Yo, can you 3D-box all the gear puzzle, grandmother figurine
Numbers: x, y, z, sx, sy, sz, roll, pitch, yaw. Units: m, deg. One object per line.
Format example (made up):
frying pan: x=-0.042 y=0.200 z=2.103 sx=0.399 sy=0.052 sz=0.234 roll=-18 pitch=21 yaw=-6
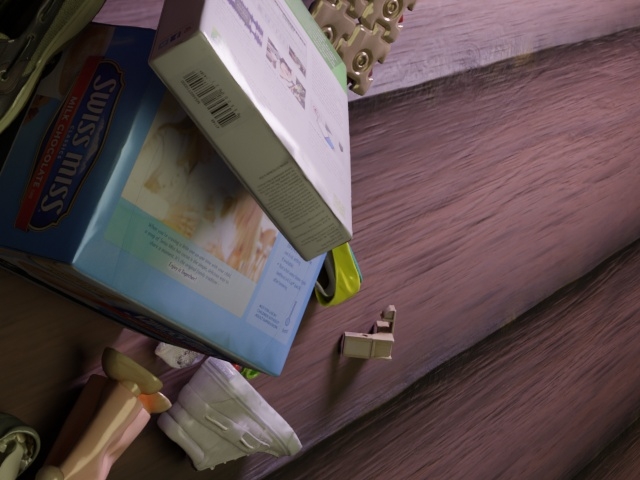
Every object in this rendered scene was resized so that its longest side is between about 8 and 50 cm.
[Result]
gear puzzle: x=0.076 y=-0.363 z=1.468 sx=0.175 sy=0.044 sz=0.339 roll=23 pitch=99 yaw=-48
grandmother figurine: x=-0.286 y=0.288 z=1.211 sx=0.342 sy=0.104 sz=0.208 roll=-57 pitch=155 yaw=-23

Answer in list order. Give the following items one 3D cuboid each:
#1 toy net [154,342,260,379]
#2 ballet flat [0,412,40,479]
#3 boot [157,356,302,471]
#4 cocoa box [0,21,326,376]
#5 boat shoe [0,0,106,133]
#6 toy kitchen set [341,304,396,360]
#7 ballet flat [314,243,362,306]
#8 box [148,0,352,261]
toy net: x=-0.133 y=0.127 z=1.425 sx=0.232 sy=0.045 sz=0.122 roll=2 pitch=128 yaw=-52
ballet flat: x=-0.356 y=0.257 z=1.122 sx=0.213 sy=0.068 sz=0.072 roll=-52 pitch=140 yaw=-31
boot: x=-0.118 y=0.241 z=1.455 sx=0.123 sy=0.095 sz=0.258 roll=-44 pitch=143 yaw=-7
cocoa box: x=-0.170 y=-0.037 z=1.146 sx=0.347 sy=0.228 sz=0.231 roll=38 pitch=70 yaw=-53
boat shoe: x=-0.278 y=-0.172 z=1.007 sx=0.223 sy=0.080 sz=0.073 roll=-49 pitch=145 yaw=0
toy kitchen set: x=0.071 y=0.131 z=1.722 sx=0.083 sy=0.075 sz=0.068 roll=-103 pitch=-161 yaw=-75
ballet flat: x=0.000 y=0.000 z=1.544 sx=0.077 sy=0.077 sz=0.231 roll=-36 pitch=133 yaw=-22
box: x=-0.052 y=-0.161 z=1.060 sx=0.232 sy=0.058 sz=0.322 roll=53 pitch=22 yaw=-29
